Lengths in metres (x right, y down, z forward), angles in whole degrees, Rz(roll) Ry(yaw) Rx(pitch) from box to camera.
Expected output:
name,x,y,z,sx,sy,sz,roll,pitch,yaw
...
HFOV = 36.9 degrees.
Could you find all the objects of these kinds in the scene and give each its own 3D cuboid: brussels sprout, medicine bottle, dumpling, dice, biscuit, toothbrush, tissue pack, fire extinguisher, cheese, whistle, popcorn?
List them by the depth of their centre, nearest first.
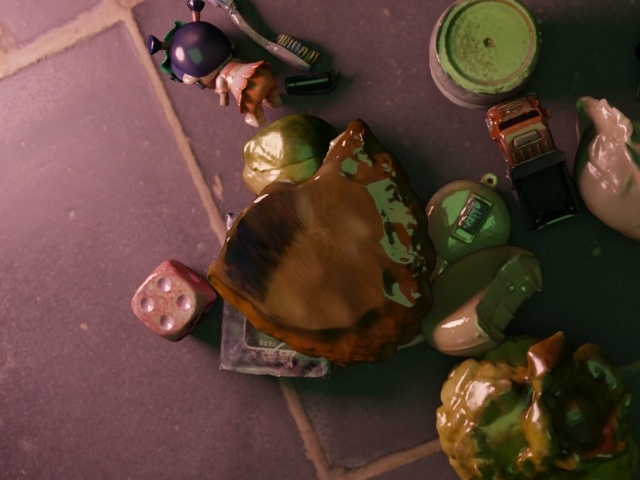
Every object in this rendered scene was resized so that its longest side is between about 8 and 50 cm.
name,x,y,z,sx,sy,sz,roll,pitch,yaw
dumpling,0.418,-0.079,1.246,0.147,0.193,0.258,-33,98,4
popcorn,0.288,0.241,1.265,0.258,0.224,0.270,-9,119,24
biscuit,0.000,0.000,1.266,0.329,0.078,0.335,15,106,21
cheese,0.173,0.089,1.296,0.249,0.163,0.071,-14,127,42
medicine bottle,0.220,-0.255,1.297,0.147,0.143,0.147,0,92,5
whistle,0.183,0.020,1.358,0.126,0.067,0.258,29,100,6
brussels sprout,-0.031,-0.105,1.363,0.155,0.117,0.155,11,109,33
tissue pack,-0.057,0.078,1.398,0.173,0.073,0.235,4,93,11
fire extinguisher,-0.009,-0.229,1.400,0.083,0.025,0.038,-8,129,10
dice,-0.216,0.089,1.417,0.093,0.094,0.091,40,95,6
toothbrush,-0.177,-0.371,1.417,0.413,0.035,0.042,35,77,6

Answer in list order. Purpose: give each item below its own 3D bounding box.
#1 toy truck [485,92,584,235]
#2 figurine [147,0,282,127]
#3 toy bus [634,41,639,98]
name,x,y,z,sx,sy,sz,roll,pitch,yaw
toy truck,0.291,-0.097,1.293,0.083,0.092,0.192,-21,123,11
figurine,-0.145,-0.257,1.385,0.195,0.102,0.111,29,64,11
toy bus,0.484,-0.316,1.279,0.109,0.091,0.261,7,96,3
